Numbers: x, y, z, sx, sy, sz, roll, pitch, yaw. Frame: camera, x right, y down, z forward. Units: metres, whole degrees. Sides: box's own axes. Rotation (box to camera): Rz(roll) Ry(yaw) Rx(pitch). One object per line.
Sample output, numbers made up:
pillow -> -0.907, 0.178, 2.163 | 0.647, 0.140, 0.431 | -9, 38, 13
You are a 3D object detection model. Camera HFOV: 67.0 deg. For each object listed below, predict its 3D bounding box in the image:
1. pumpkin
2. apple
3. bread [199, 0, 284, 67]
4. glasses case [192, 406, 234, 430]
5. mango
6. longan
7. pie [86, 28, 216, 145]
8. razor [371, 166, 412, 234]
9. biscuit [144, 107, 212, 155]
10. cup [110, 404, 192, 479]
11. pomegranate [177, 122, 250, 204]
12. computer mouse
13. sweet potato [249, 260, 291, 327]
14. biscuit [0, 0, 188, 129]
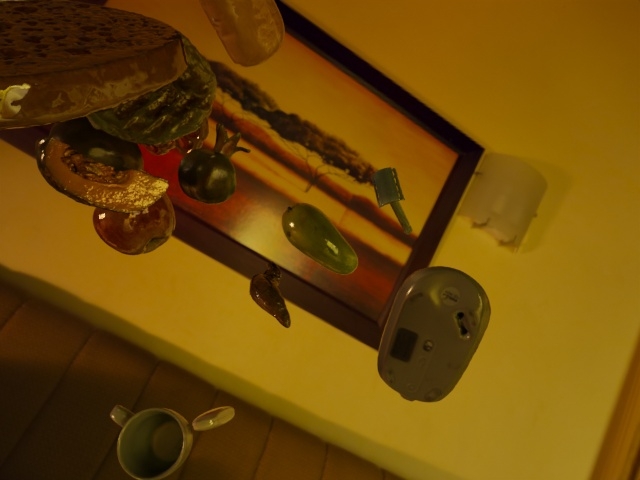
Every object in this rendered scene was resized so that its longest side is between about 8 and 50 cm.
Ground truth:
pumpkin -> -0.505, -0.114, 1.084 | 0.278, 0.112, 0.163 | 20, -19, -24
apple -> -0.654, -0.072, 1.741 | 0.250, 0.277, 0.309 | 61, 15, -18
bread -> -0.169, -0.476, 0.893 | 0.091, 0.142, 0.305 | 17, -28, 41
glasses case -> -0.368, 0.617, 1.680 | 0.092, 0.059, 0.233 | -13, -13, 4
mango -> 0.000, 0.000, 1.533 | 0.293, 0.143, 0.175 | 42, 6, -3
longan -> -0.717, -0.268, 1.536 | 0.300, 0.243, 0.300 | 23, -27, 13
pie -> -0.374, -0.336, 1.083 | 0.071, 0.306, 0.306 | 52, 2, 32
razor -> 0.206, -0.084, 1.277 | 0.068, 0.106, 0.232 | -19, -34, 16
biscuit -> -0.547, -0.474, 1.745 | 0.358, 0.381, 0.074 | 37, 26, 14
cup -> -0.499, 0.573, 1.431 | 0.257, 0.186, 0.234 | 34, -19, 7
pomegranate -> -0.256, -0.180, 1.168 | 0.151, 0.191, 0.131 | 21, -7, 36
computer mouse -> 0.238, 0.205, 1.052 | 0.197, 0.331, 0.095 | 25, 26, 14
sweet potato -> -0.174, 0.165, 1.585 | 0.123, 0.098, 0.310 | 13, 24, -21
biscuit -> -0.362, -0.225, 0.591 | 0.350, 0.394, 0.070 | 22, -54, 18
